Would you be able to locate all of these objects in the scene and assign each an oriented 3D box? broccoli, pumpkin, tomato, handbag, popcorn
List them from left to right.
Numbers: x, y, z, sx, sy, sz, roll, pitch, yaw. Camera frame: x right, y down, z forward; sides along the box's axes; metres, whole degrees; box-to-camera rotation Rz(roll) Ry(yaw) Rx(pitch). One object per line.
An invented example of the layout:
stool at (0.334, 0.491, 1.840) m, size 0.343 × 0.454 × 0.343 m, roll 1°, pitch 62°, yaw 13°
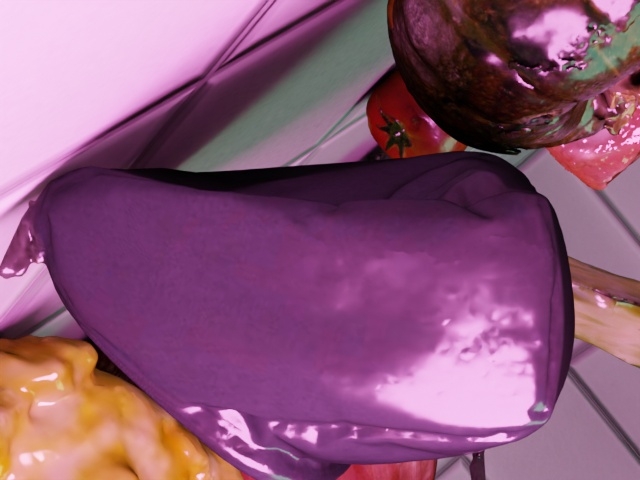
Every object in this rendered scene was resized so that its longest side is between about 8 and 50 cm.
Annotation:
popcorn at (-0.172, 0.192, 1.302) m, size 0.235 × 0.250 × 0.242 m, roll -48°, pitch 176°, yaw 11°
handbag at (-0.002, 0.044, 1.056) m, size 0.275 × 0.178 × 0.302 m, roll -3°, pitch -178°, yaw 8°
tomato at (0.081, -0.097, 1.506) m, size 0.075 × 0.087 × 0.087 m, roll -38°, pitch 176°, yaw -35°
broccoli at (0.176, 0.024, 1.925) m, size 0.252 × 0.361 × 0.221 m, roll 18°, pitch -93°, yaw 65°
pumpkin at (0.147, -0.142, 1.085) m, size 0.238 × 0.159 × 0.238 m, roll -34°, pitch 178°, yaw -2°

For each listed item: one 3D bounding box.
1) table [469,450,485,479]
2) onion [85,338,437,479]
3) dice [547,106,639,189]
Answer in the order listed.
table at (-0.025, 0.253, 2.048) m, size 0.272 × 0.222 × 0.335 m, roll -3°, pitch 179°, yaw -43°
onion at (-0.075, 0.188, 1.589) m, size 0.353 × 0.353 × 0.353 m, roll -38°, pitch 176°, yaw -3°
dice at (0.214, -0.154, 1.475) m, size 0.179 × 0.174 × 0.175 m, roll -44°, pitch 173°, yaw 13°
